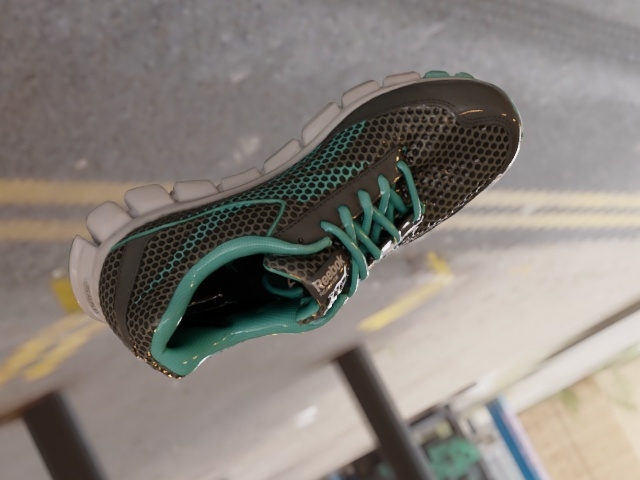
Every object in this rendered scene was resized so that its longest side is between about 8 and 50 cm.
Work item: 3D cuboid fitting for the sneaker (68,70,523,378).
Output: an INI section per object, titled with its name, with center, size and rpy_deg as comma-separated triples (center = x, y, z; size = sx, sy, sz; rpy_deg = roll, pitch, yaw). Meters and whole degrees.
[sneaker]
center = 0.000, 0.000, 0.640
size = 0.166, 0.065, 0.076
rpy_deg = -27, -147, -5
